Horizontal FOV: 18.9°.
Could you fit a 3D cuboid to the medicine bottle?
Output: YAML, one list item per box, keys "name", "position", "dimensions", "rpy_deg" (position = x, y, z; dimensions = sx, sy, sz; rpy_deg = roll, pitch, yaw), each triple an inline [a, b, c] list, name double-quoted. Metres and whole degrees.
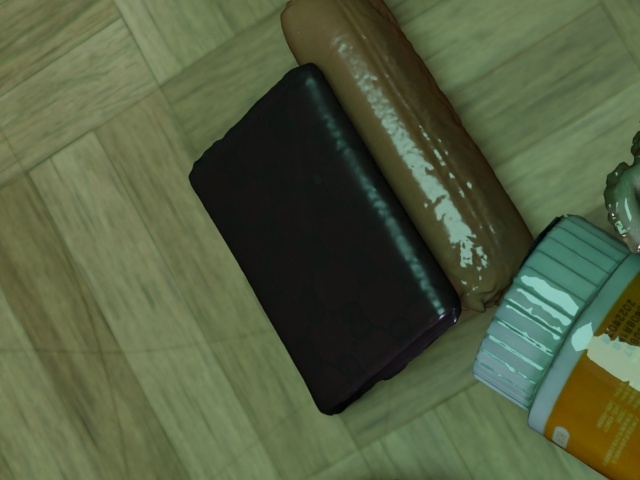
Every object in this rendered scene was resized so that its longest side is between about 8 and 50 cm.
- name: "medicine bottle"
  position: [0.271, 0.120, 1.336]
  dimensions: [0.318, 0.158, 0.158]
  rpy_deg: [33, 97, 16]

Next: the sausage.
- name: "sausage"
  position: [0.066, -0.075, 1.442]
  dimensions: [0.086, 0.086, 0.289]
  rpy_deg: [-33, 80, 13]

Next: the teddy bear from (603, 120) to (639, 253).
- name: "teddy bear"
  position: [0.327, -0.020, 1.289]
  dimensions: [0.256, 0.156, 0.267]
  rpy_deg: [39, 60, 14]

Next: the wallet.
- name: "wallet"
  position: [0.000, 0.000, 1.448]
  dimensions: [0.182, 0.049, 0.229]
  rpy_deg: [-43, 72, 45]
